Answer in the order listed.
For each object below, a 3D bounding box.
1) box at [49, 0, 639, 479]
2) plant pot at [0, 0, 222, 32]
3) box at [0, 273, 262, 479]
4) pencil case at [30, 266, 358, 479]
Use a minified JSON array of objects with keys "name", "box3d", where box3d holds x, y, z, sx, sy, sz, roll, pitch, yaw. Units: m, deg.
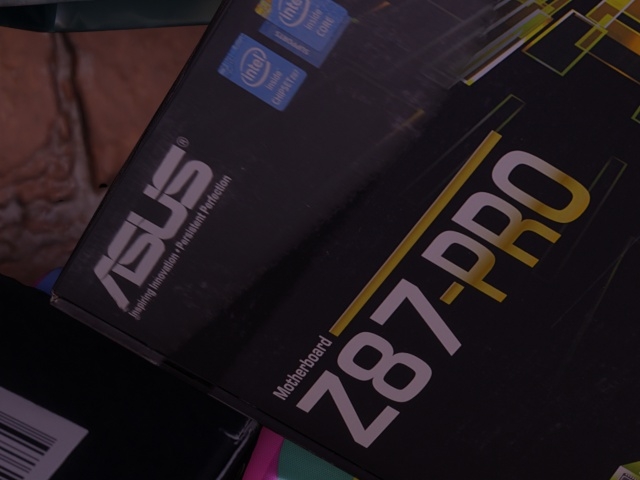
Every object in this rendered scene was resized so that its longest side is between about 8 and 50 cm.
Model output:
[{"name":"box","box3d":[0.108,-0.039,0.680,0.318,0.097,0.395,32,129,-8]},{"name":"plant pot","box3d":[-0.095,-0.228,0.806,0.165,0.165,0.234,-2,94,12]},{"name":"box","box3d":[-0.218,0.252,0.772,0.212,0.293,0.396,25,121,6]},{"name":"pencil case","box3d":[-0.063,0.100,0.876,0.236,0.104,0.104,25,102,5]}]
